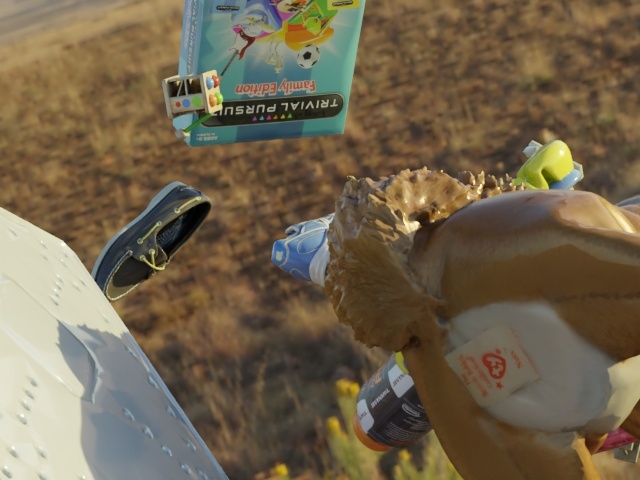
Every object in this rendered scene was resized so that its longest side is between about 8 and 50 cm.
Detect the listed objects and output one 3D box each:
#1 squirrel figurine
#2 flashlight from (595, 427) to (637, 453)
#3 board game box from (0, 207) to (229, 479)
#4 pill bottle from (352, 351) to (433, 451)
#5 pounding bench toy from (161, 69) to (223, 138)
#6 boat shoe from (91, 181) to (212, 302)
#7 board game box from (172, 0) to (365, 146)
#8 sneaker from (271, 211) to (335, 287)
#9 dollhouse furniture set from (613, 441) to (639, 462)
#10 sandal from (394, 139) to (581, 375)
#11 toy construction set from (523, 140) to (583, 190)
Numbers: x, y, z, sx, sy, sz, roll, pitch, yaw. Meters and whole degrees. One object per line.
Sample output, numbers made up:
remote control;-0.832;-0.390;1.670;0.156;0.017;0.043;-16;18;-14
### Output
squirrel figurine;0.211;0.028;1.205;0.397;0.281;0.370;24;30;25
flashlight;0.333;0.243;1.617;0.103;0.103;0.304;19;-30;-33
board game box;-0.239;0.093;1.066;0.050;0.390;0.390;-43;-29;6
pill bottle;0.140;0.243;2.063;0.130;0.130;0.245;-31;-15;-41
pounding bench toy;-0.161;-0.176;1.715;0.065;0.083;0.052;-6;11;16
boat shoe;-0.252;0.007;1.961;0.069;0.081;0.227;22;64;36
board game box;-0.069;-0.307;1.896;0.254;0.336;0.079;-7;35;-25
sneaker;0.000;0.000;1.551;0.081;0.080;0.211;14;10;7
dollhouse furniture set;0.526;0.270;2.047;0.129;0.183;0.129;11;70;23
sandal;0.210;0.041;1.493;0.317;0.138;0.126;-48;-1;2
toy construction set;0.353;0.001;2.161;0.215;0.151;0.327;24;81;48
